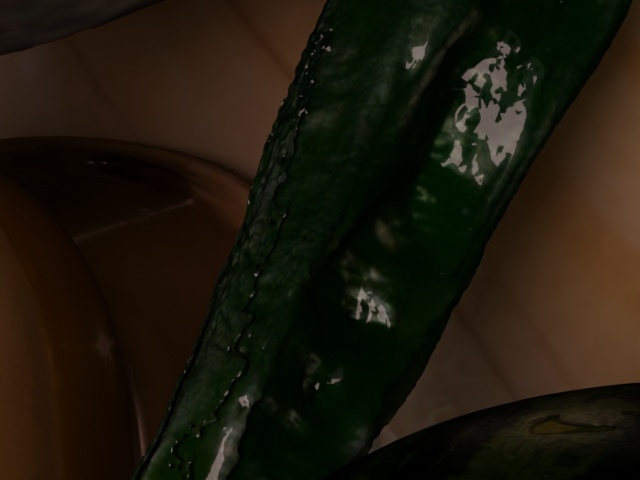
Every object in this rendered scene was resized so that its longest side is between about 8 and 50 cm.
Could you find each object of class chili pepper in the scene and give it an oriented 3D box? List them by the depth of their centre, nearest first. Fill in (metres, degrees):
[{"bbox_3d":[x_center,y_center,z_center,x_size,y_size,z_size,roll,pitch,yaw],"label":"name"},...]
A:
[{"bbox_3d":[0.000,0.000,0.499,0.088,0.059,0.227,23,75,28],"label":"chili pepper"}]

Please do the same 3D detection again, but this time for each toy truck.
[{"bbox_3d":[-0.155,0.064,0.563,0.288,0.211,0.204,-5,87,28],"label":"toy truck"}]

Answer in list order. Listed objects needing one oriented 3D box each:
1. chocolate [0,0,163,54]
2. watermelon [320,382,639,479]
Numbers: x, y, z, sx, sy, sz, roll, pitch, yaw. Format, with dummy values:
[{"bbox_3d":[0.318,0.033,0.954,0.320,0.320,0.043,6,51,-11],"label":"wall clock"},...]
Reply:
[{"bbox_3d":[-0.090,-0.178,0.518,0.303,0.213,0.303,-10,79,58],"label":"chocolate"},{"bbox_3d":[0.066,0.163,0.409,0.269,0.269,0.269,0,91,31],"label":"watermelon"}]
